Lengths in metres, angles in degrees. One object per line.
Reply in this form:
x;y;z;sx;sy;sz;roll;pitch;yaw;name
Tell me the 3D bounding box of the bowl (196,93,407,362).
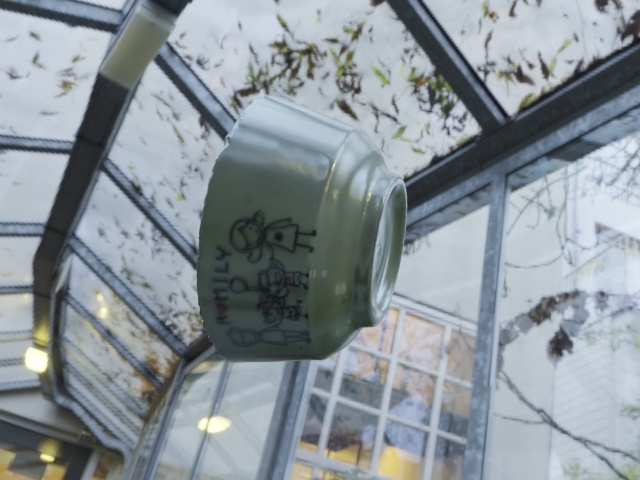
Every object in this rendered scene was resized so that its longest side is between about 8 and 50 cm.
0.000;0.000;0.524;0.112;0.212;0.211;10;-32;18;bowl
